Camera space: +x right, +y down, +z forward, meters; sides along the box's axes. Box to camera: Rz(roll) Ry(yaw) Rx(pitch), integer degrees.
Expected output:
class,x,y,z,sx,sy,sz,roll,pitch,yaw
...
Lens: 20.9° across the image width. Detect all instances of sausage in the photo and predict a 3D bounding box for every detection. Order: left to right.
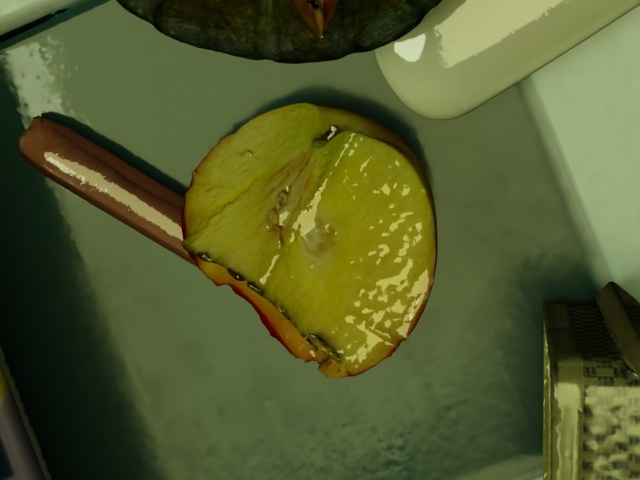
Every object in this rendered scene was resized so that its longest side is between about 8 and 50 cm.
class,x,y,z,sx,sy,sz,roll,pitch,yaw
sausage,-0.111,-0.026,1.013,0.147,0.035,0.030,31,78,-2

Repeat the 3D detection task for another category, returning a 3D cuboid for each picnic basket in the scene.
class,x,y,z,sx,sy,sz,roll,pitch,yaw
picnic basket,0.194,0.164,0.962,0.139,0.165,0.266,0,100,5

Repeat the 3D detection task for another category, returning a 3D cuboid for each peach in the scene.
class,x,y,z,sx,sy,sz,roll,pitch,yaw
peach,0.006,-0.002,0.969,0.151,0.118,0.151,-8,71,24

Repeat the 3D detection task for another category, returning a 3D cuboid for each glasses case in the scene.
class,x,y,z,sx,sy,sz,roll,pitch,yaw
glasses case,0.124,-0.142,0.966,0.204,0.051,0.081,-31,96,8

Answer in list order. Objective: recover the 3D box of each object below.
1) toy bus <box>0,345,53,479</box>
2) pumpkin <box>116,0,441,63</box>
class,x,y,z,sx,sy,sz,roll,pitch,yaw
toy bus,-0.298,0.087,0.931,0.249,0.209,0.440,-26,100,-36
pumpkin,-0.021,-0.207,0.911,0.238,0.159,0.238,0,87,-6
